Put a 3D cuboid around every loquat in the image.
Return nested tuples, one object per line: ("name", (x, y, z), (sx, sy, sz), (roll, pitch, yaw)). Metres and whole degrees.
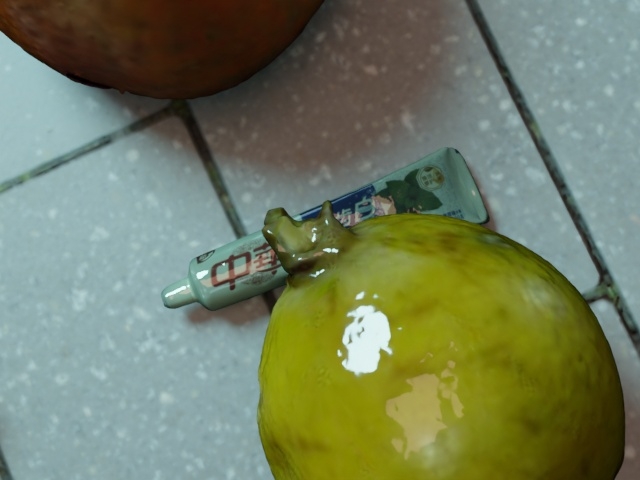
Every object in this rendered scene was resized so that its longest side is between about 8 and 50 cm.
("loquat", (0.053, 0.075, 0.491), (0.213, 0.213, 0.246), (-41, 105, -2))

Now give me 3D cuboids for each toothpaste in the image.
("toothpaste", (0.000, 0.000, 0.596), (0.233, 0.038, 0.060), (-21, 86, -2))

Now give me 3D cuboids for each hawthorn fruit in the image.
("hawthorn fruit", (-0.115, -0.240, 0.495), (0.276, 0.307, 0.276), (-3, 73, 11))
